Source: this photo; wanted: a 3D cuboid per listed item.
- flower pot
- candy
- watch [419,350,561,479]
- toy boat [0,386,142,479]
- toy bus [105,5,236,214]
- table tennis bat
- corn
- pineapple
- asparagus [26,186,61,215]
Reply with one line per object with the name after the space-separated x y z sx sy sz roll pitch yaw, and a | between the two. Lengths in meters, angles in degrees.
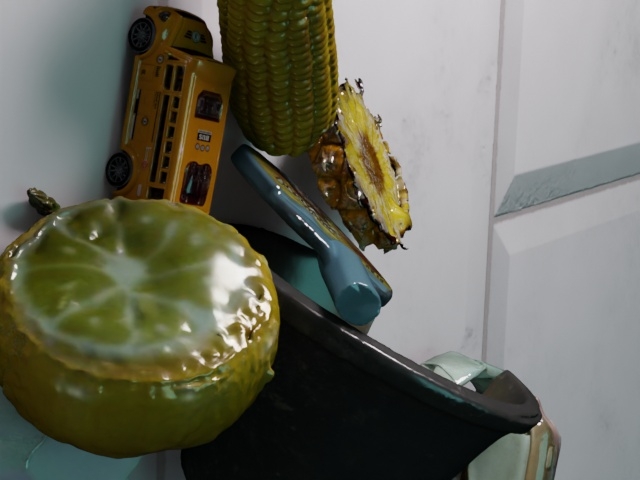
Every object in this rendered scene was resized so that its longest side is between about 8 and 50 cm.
-0.001 0.173 1.522 0.379 0.379 0.251 21 103 -55 | flower pot
-0.163 0.071 1.299 0.260 0.260 0.118 -41 150 -42 | candy
0.181 0.273 1.934 0.241 0.161 0.253 14 87 -48 | watch
-0.237 0.177 1.354 0.290 0.100 0.199 -41 130 -39 | toy boat
-0.135 -0.121 1.425 0.083 0.088 0.194 7 93 -54 | toy bus
0.000 0.000 1.487 0.044 0.329 0.215 -44 113 5 | table tennis bat
-0.042 -0.215 1.447 0.120 0.120 0.363 -54 156 -32 | corn
0.042 -0.084 1.668 0.221 0.047 0.221 52 27 -40 | pineapple
-0.206 -0.005 1.417 0.023 0.022 0.233 -35 148 14 | asparagus
